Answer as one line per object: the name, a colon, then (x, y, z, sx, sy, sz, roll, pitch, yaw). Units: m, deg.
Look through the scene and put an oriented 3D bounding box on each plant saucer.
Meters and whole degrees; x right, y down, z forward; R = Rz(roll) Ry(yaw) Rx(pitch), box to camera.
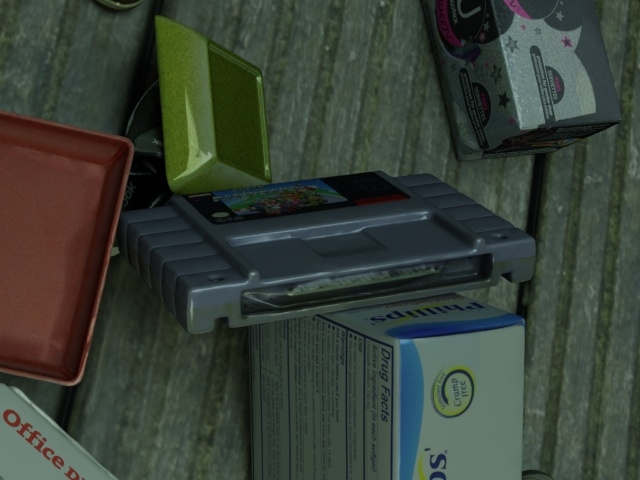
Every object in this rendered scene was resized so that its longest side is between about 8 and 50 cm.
plant saucer: (-0.333, -0.002, 1.417, 0.259, 0.048, 0.258, 13, 70, -7)
plant saucer: (-0.104, -0.130, 1.546, 0.188, 0.045, 0.188, 21, 62, -64)

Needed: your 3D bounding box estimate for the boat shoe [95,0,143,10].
boat shoe: (-0.257, -0.369, 1.559, 0.095, 0.095, 0.257, -34, 94, -31)

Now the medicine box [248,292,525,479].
medicine box: (0.056, 0.180, 1.429, 0.149, 0.289, 0.263, -7, 104, -30)

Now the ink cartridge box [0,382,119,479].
ink cartridge box: (-0.304, 0.292, 1.300, 0.197, 0.114, 0.273, 45, 40, -11)

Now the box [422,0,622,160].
box: (0.237, -0.237, 1.764, 0.163, 0.142, 0.247, -7, 80, -30)

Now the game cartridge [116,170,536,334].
game cartridge: (0.000, 0.000, 1.427, 0.355, 0.230, 0.068, -8, 117, -23)

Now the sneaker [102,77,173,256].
sneaker: (-0.170, -0.091, 1.526, 0.078, 0.106, 0.234, 35, 63, -17)

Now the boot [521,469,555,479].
boot: (0.277, 0.383, 1.611, 0.236, 0.085, 0.178, 48, 26, -2)
